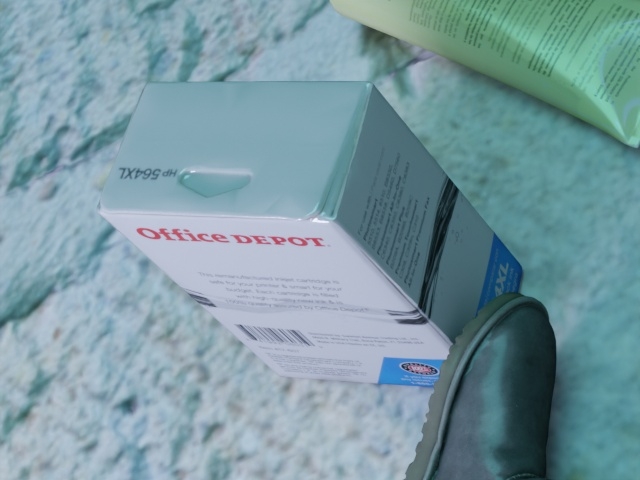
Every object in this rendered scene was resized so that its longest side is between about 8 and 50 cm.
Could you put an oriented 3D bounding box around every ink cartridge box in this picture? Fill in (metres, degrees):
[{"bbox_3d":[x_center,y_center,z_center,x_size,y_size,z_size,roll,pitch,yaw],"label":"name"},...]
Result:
[{"bbox_3d":[0.000,0.000,0.992,0.148,0.203,0.086,3,62,32],"label":"ink cartridge box"}]

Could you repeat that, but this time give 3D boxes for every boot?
[{"bbox_3d":[0.140,0.136,0.907,0.208,0.076,0.190,16,84,44],"label":"boot"}]

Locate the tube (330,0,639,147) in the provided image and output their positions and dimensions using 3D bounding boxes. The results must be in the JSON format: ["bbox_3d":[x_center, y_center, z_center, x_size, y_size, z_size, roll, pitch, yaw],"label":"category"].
[{"bbox_3d":[0.112,-0.130,1.113,0.240,0.062,0.070,24,118,34],"label":"tube"}]
